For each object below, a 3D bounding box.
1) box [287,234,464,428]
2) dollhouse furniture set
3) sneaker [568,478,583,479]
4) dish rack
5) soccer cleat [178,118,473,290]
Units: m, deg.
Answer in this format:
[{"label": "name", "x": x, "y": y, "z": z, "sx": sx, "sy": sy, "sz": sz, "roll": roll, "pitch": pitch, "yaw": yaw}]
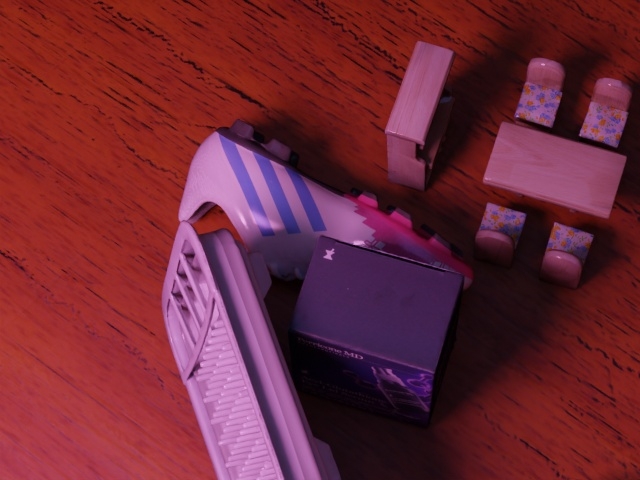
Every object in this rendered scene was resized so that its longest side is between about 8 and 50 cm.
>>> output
[{"label": "box", "x": 0.055, "y": 0.095, "z": 1.719, "sx": 0.153, "sy": 0.207, "sz": 0.108, "roll": 15, "pitch": 70, "yaw": 9}, {"label": "dollhouse furniture set", "x": 0.200, "y": -0.098, "z": 1.802, "sx": 0.242, "sy": 0.161, "sz": 0.212, "roll": 17, "pitch": 73, "yaw": 9}, {"label": "sneaker", "x": 0.337, "y": 0.337, "z": 1.691, "sx": 0.121, "sy": 0.099, "sz": 0.262, "roll": -32, "pitch": 81, "yaw": -16}, {"label": "dish rack", "x": -0.067, "y": 0.160, "z": 1.676, "sx": 0.072, "sy": 0.285, "sz": 0.332, "roll": -14, "pitch": 71, "yaw": -17}, {"label": "soccer cleat", "x": 0.000, "y": 0.000, "z": 1.820, "sx": 0.331, "sy": 0.116, "sz": 0.143, "roll": 29, "pitch": 91, "yaw": 14}]
